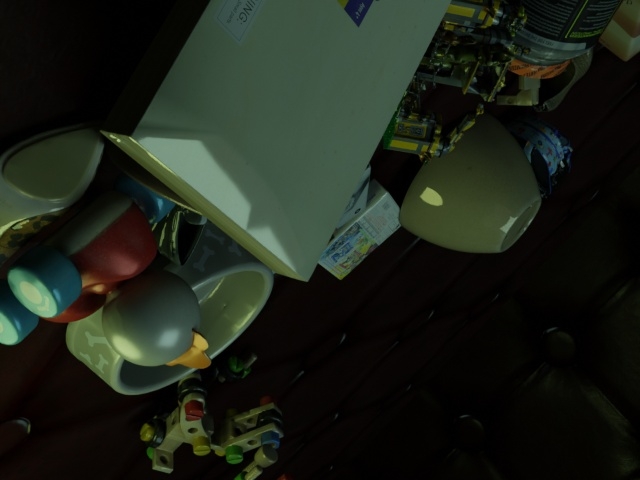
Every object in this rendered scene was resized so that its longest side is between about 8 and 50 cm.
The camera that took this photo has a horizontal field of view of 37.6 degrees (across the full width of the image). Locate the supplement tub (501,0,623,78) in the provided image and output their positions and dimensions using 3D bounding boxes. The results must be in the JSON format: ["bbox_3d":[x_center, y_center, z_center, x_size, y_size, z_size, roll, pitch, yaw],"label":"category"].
[{"bbox_3d":[0.353,-0.396,1.340,0.193,0.193,0.316,-26,155,-33],"label":"supplement tub"}]

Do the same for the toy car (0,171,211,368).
[{"bbox_3d":[-0.228,0.074,1.096,0.210,0.238,0.219,-29,-165,44],"label":"toy car"}]

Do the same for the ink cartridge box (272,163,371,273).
[{"bbox_3d":[-0.013,-0.058,1.596,0.223,0.045,0.224,-35,159,-14],"label":"ink cartridge box"}]

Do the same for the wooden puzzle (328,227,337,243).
[{"bbox_3d":[0.000,0.000,1.648,0.078,0.014,0.116,-43,163,7],"label":"wooden puzzle"}]

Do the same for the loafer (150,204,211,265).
[{"bbox_3d":[-0.168,-0.056,1.283,0.076,0.078,0.223,-19,150,-46],"label":"loafer"}]

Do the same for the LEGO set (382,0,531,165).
[{"bbox_3d":[0.208,-0.261,1.234,0.192,0.255,0.331,8,131,-10],"label":"LEGO set"}]

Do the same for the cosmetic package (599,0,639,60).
[{"bbox_3d":[0.530,-0.456,1.587,0.129,0.153,0.296,-39,158,-7],"label":"cosmetic package"}]

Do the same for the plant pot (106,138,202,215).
[{"bbox_3d":[-0.076,-0.156,1.056,0.263,0.263,0.229,1,118,-61],"label":"plant pot"}]

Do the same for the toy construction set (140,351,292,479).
[{"bbox_3d":[-0.214,0.413,1.878,0.237,0.309,0.257,-45,152,24],"label":"toy construction set"}]

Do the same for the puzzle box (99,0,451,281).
[{"bbox_3d":[-0.012,-0.198,0.923,0.272,0.052,0.409,42,69,-44],"label":"puzzle box"}]

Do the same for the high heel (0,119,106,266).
[{"bbox_3d":[-0.350,-0.035,1.066,0.261,0.093,0.186,-49,-168,-24],"label":"high heel"}]

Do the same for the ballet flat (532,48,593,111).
[{"bbox_3d":[0.463,-0.327,1.841,0.058,0.084,0.250,-34,164,-20],"label":"ballet flat"}]

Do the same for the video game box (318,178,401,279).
[{"bbox_3d":[0.070,-0.017,1.821,0.187,0.048,0.205,-44,159,1],"label":"video game box"}]

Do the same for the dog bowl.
[{"bbox_3d":[-0.223,0.109,1.492,0.349,0.102,0.349,-35,159,-15],"label":"dog bowl"}]

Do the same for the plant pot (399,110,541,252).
[{"bbox_3d":[0.321,-0.085,1.856,0.284,0.191,0.284,-43,158,-22],"label":"plant pot"}]

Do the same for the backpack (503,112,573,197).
[{"bbox_3d":[0.444,-0.197,1.971,0.117,0.158,0.173,-46,149,-9],"label":"backpack"}]

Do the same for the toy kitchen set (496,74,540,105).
[{"bbox_3d":[0.370,-0.300,1.795,0.068,0.075,0.083,-18,111,-51],"label":"toy kitchen set"}]
